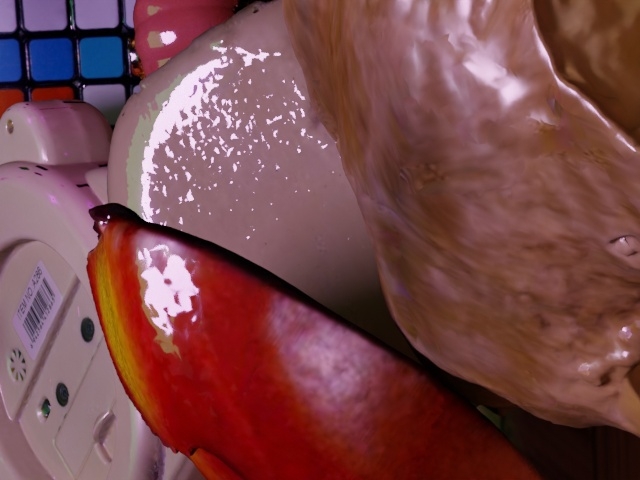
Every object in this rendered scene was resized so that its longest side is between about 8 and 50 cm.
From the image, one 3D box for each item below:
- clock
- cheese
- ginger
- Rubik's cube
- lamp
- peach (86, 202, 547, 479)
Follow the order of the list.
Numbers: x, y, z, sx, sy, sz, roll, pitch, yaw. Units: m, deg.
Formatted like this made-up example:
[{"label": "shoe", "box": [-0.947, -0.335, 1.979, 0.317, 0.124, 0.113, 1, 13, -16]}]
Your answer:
[{"label": "clock", "box": [-0.155, 0.075, 1.133, 0.309, 0.114, 0.284, 53, 133, 31]}, {"label": "cheese", "box": [0.000, 0.000, 0.735, 0.202, 0.175, 0.091, 58, -157, 3]}, {"label": "ginger", "box": [0.065, -0.019, 0.524, 0.219, 0.123, 0.270, 51, 152, 20]}, {"label": "Rubik's cube", "box": [-0.191, -0.142, 1.261, 0.151, 0.154, 0.155, -116, 23, -66]}, {"label": "lamp", "box": [-0.071, -0.124, 0.998, 0.107, 0.092, 0.107, -12, -90, -72]}, {"label": "peach", "box": [0.001, 0.090, 0.627, 0.279, 0.068, 0.189, 43, 163, -30]}]
